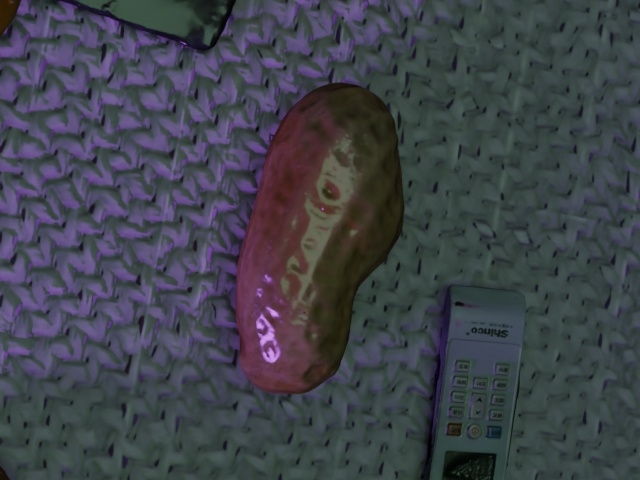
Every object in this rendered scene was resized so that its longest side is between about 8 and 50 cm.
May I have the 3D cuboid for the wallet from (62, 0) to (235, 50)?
[{"bbox_3d":[-0.185,-0.242,0.980,0.285,0.030,0.146,18,85,-14],"label":"wallet"}]

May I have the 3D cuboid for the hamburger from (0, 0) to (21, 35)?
[{"bbox_3d":[-0.281,-0.183,0.896,0.191,0.118,0.182,-31,107,7],"label":"hamburger"}]

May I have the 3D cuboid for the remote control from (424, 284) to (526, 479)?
[{"bbox_3d":[0.116,0.118,1.064,0.065,0.029,0.166,6,94,-15],"label":"remote control"}]

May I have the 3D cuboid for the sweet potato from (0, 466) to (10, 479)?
[{"bbox_3d":[-0.304,0.166,0.949,0.195,0.056,0.056,4,90,-8],"label":"sweet potato"}]

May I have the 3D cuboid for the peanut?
[{"bbox_3d":[0.000,0.000,0.998,0.108,0.095,0.226,18,88,-17],"label":"peanut"}]
